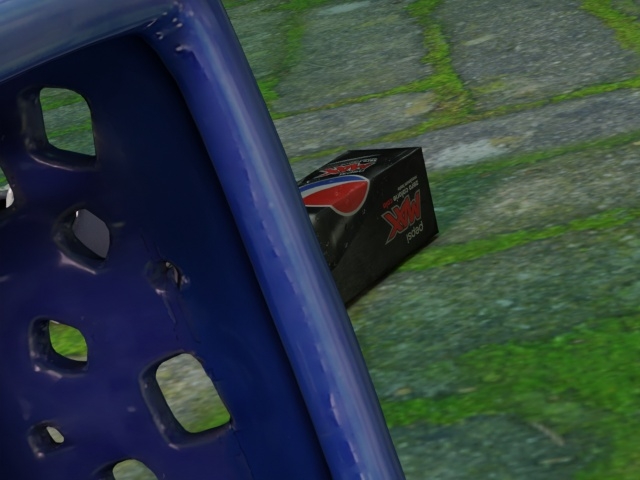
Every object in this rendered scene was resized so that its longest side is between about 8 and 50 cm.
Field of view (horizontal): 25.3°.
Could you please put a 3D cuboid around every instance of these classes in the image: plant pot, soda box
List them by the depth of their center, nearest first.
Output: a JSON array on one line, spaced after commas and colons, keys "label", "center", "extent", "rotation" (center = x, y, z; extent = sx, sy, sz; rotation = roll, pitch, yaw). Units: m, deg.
[{"label": "plant pot", "center": [-0.130, 0.084, 0.360], "extent": [0.212, 0.235, 0.236], "rotation": [-10, 16, 37]}, {"label": "soda box", "center": [0.000, 0.000, 0.792], "extent": [0.053, 0.060, 0.169], "rotation": [0, 21, 35]}]

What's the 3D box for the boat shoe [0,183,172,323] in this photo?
[{"label": "boat shoe", "center": [-0.162, -0.003, 0.872], "extent": [0.255, 0.095, 0.079], "rotation": [2, 21, 45]}]
